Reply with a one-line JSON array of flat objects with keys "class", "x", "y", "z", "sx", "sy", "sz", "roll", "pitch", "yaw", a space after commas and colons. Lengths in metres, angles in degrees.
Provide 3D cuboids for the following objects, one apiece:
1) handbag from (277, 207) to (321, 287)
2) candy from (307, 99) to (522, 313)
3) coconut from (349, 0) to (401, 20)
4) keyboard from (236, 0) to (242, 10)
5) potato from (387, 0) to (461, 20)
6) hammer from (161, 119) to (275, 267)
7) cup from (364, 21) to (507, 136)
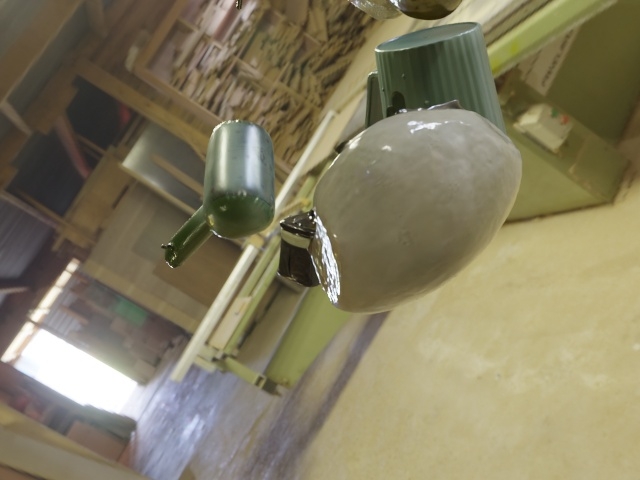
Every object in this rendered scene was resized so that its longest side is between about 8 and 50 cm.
[{"class": "handbag", "x": 0.000, "y": 0.000, "z": 1.794, "sx": 0.254, "sy": 0.181, "sz": 0.182, "roll": -17, "pitch": -61, "yaw": -45}, {"class": "candy", "x": 0.175, "y": -0.042, "z": 1.129, "sx": 0.426, "sy": 0.186, "sz": 0.386, "roll": -22, "pitch": -37, "yaw": -30}, {"class": "coconut", "x": 0.167, "y": -0.743, "z": 1.887, "sx": 0.241, "sy": 0.241, "sz": 0.241, "roll": -54, "pitch": 11, "yaw": 15}, {"class": "keyboard", "x": -0.171, "y": -0.522, "z": 1.442, "sx": 0.129, "sy": 0.015, "sz": 0.049, "roll": -106, "pitch": 22, "yaw": -67}, {"class": "potato", "x": 0.211, "y": -0.539, "z": 1.392, "sx": 0.235, "sy": 0.177, "sz": 0.160, "roll": -78, "pitch": -12, "yaw": -75}, {"class": "hammer", "x": -0.199, "y": -0.050, "z": 1.192, "sx": 0.335, "sy": 0.118, "sz": 0.207, "roll": -40, "pitch": 40, "yaw": 39}, {"class": "cup", "x": 0.263, "y": -0.315, "z": 1.709, "sx": 0.400, "sy": 0.392, "sz": 0.310, "roll": -5, "pitch": 24, "yaw": 25}]
